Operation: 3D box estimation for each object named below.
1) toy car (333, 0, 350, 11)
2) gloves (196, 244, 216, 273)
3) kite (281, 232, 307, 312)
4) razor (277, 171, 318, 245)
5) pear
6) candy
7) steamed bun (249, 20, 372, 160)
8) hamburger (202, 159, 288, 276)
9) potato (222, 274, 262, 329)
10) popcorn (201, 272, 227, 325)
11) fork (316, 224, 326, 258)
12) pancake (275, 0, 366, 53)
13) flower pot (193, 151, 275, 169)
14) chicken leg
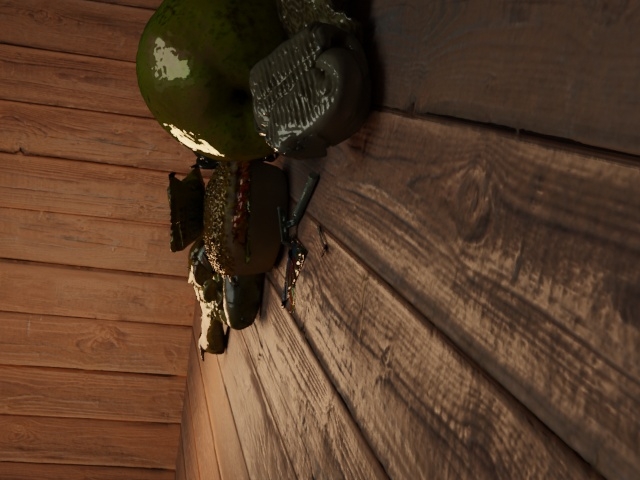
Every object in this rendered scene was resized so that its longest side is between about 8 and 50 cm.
[{"bbox_3d":[0.021,-0.482,1.497,0.089,0.108,0.209,-94,20,-47],"label":"toy car"},{"bbox_3d":[-0.214,-0.014,2.253,0.111,0.212,0.127,49,178,34],"label":"gloves"},{"bbox_3d":[-0.058,0.058,1.802,0.241,0.014,0.183,119,153,-58],"label":"kite"},{"bbox_3d":[-0.038,-0.073,1.743,0.211,0.036,0.084,126,141,-56],"label":"razor"},{"bbox_3d":[-0.163,-0.326,1.691,0.391,0.391,0.390,-174,90,-78],"label":"pear"},{"bbox_3d":[-0.307,-0.083,2.108,0.297,0.081,0.187,-55,-39,-76],"label":"candy"},{"bbox_3d":[0.000,-0.216,1.387,0.218,0.144,0.211,-38,50,32],"label":"steamed bun"},{"bbox_3d":[-0.181,-0.056,2.019,0.294,0.179,0.275,120,152,-61],"label":"hamburger"},{"bbox_3d":[-0.195,0.126,2.181,0.085,0.105,0.188,2,-90,-59],"label":"potato"},{"bbox_3d":[-0.236,0.153,2.289,0.135,0.162,0.141,-40,78,28],"label":"popcorn"},{"bbox_3d":[0.001,0.000,1.569,0.115,0.012,0.016,-99,22,-64],"label":"fork"},{"bbox_3d":[-0.005,-0.356,1.452,0.212,0.029,0.235,-15,102,63],"label":"pancake"},{"bbox_3d":[-0.201,-0.311,2.151,0.302,0.213,0.301,-173,90,-78],"label":"flower pot"},{"bbox_3d":[-0.325,0.167,2.712,0.201,0.153,0.429,-82,-5,-71],"label":"chicken leg"}]
